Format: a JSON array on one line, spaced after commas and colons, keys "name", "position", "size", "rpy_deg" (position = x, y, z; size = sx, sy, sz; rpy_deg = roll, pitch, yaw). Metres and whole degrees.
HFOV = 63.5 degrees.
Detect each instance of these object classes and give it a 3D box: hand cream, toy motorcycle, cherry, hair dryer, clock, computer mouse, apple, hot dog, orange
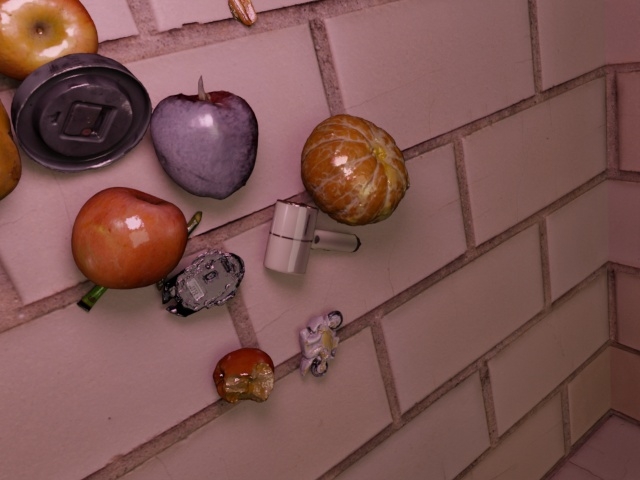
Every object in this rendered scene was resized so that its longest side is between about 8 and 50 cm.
[{"name": "hand cream", "position": [-0.538, 0.119, 1.264], "size": [0.122, 0.023, 0.036], "rpy_deg": [-49, 124, -11]}, {"name": "toy motorcycle", "position": [-0.009, 0.325, 1.651], "size": [0.151, 0.074, 0.228], "rpy_deg": [18, 92, -34]}, {"name": "cherry", "position": [-0.272, -0.244, 1.242], "size": [0.255, 0.218, 0.296], "rpy_deg": [-21, 117, -37]}, {"name": "hair dryer", "position": [0.000, 0.000, 1.564], "size": [0.362, 0.128, 0.203], "rpy_deg": [7, 96, -44]}, {"name": "clock", "position": [-0.496, -0.262, 1.085], "size": [0.281, 0.055, 0.280], "rpy_deg": [-31, 156, -15]}, {"name": "computer mouse", "position": [-0.310, 0.114, 1.384], "size": [0.242, 0.077, 0.146], "rpy_deg": [-30, 97, -21]}, {"name": "apple", "position": [-0.221, 0.384, 1.477], "size": [0.158, 0.147, 0.156], "rpy_deg": [22, 121, -27]}, {"name": "apple", "position": [-0.572, -0.416, 1.023], "size": [0.235, 0.173, 0.210], "rpy_deg": [31, 87, -47]}, {"name": "hot dog", "position": [-0.207, -0.605, 1.315], "size": [0.056, 0.041, 0.133], "rpy_deg": [-34, 111, -24]}, {"name": "apple", "position": [-0.433, 0.002, 1.187], "size": [0.254, 0.253, 0.253], "rpy_deg": [-9, 106, -33]}, {"name": "orange", "position": [0.090, -0.194, 1.463], "size": [0.329, 0.249, 0.329], "rpy_deg": [21, 48, -25]}]

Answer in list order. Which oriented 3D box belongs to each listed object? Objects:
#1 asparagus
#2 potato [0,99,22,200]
[{"name": "asparagus", "position": [-0.374, 0.023, 1.352], "size": [0.034, 0.027, 0.236], "rpy_deg": [32, 81, -25]}, {"name": "potato", "position": [-0.716, -0.232, 0.985], "size": [0.176, 0.196, 0.369], "rpy_deg": [-55, 133, -69]}]
